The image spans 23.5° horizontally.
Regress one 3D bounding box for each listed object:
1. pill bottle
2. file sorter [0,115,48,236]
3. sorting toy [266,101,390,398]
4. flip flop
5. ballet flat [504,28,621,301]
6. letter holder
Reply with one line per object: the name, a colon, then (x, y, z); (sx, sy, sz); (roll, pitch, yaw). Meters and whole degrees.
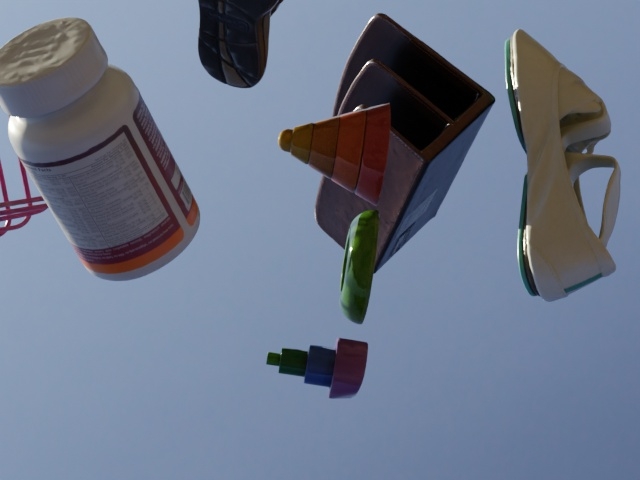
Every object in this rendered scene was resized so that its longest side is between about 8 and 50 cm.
pill bottle: (-0.201, -0.080, 1.367); (0.121, 0.221, 0.121); (-16, -144, 12)
file sorter: (-0.440, -0.110, 1.982); (0.182, 0.290, 0.202); (-10, -95, -34)
sorting toy: (0.000, 0.000, 1.700); (0.126, 0.127, 0.366); (9, -119, -2)
flip flop: (-0.084, -0.291, 1.813); (0.112, 0.277, 0.080); (25, -125, 11)
ballet flat: (0.314, -0.106, 1.953); (0.139, 0.139, 0.400); (4, -122, -5)
letter holder: (0.073, -0.135, 2.106); (0.214, 0.302, 0.152); (41, -120, 11)
